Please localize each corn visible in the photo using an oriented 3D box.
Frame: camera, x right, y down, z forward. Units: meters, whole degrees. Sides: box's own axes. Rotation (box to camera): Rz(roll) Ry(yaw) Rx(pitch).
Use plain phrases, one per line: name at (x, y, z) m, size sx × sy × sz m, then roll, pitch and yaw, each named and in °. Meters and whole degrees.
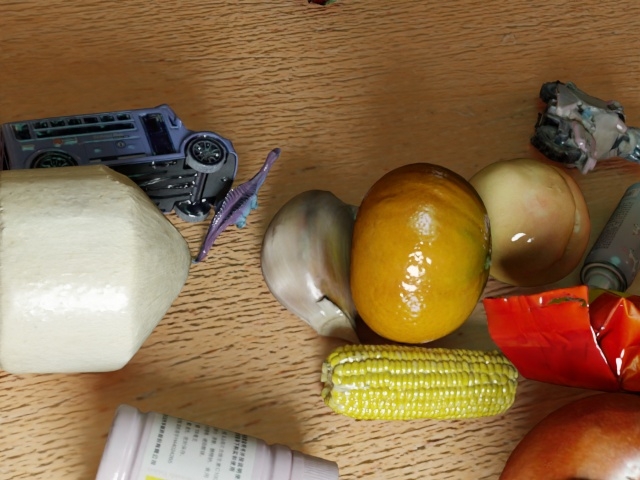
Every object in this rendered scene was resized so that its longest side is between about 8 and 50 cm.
corn at (0.121, 0.175, 1.433) m, size 0.244 × 0.093 × 0.093 m, roll 3°, pitch 52°, yaw -15°

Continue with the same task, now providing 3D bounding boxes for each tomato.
tomato at (0.332, 0.344, 1.258) m, size 0.341 × 0.273 × 0.342 m, roll 4°, pitch 64°, yaw -8°

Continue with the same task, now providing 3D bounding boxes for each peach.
peach at (0.278, -0.021, 1.589) m, size 0.184 × 0.184 × 0.184 m, roll 9°, pitch 50°, yaw -11°

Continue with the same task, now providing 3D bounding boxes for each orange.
orange at (0.130, 0.018, 1.466) m, size 0.171 × 0.240 × 0.240 m, roll 5°, pitch 48°, yaw 11°

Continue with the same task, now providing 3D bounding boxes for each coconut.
coconut at (-0.279, 0.032, 1.331) m, size 0.265 × 0.237 × 0.237 m, roll -2°, pitch 53°, yaw -12°

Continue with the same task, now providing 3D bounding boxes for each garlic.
garlic at (0.000, -0.005, 1.545) m, size 0.128 × 0.148 × 0.267 m, roll -4°, pitch 48°, yaw 27°

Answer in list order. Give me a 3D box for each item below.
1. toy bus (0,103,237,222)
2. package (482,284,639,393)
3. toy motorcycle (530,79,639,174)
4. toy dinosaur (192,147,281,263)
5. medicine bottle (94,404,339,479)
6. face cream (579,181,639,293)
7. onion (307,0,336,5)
toy bus at (-0.261, -0.096, 1.507) m, size 0.292 × 0.125 × 0.133 m, roll -9°, pitch 58°, yaw -23°
package at (0.419, 0.133, 1.430) m, size 0.423 × 0.196 × 0.123 m, roll 9°, pitch 82°, yaw -26°
toy motorcycle at (0.428, -0.163, 1.793) m, size 0.204 × 0.108 × 0.239 m, roll 23°, pitch 49°, yaw 1°
toy dinosaur at (-0.113, -0.044, 1.541) m, size 0.045 × 0.080 × 0.197 m, roll 35°, pitch 75°, yaw 7°
medicine bottle at (-0.115, 0.268, 1.258) m, size 0.249 × 0.133 × 0.133 m, roll 16°, pitch 49°, yaw -7°
face cream at (0.436, 0.008, 1.682) m, size 0.075 × 0.075 × 0.229 m, roll 33°, pitch 51°, yaw 9°
onion at (0.001, -0.446, 1.878) m, size 0.118 × 0.119 × 0.117 m, roll 3°, pitch 34°, yaw -16°
